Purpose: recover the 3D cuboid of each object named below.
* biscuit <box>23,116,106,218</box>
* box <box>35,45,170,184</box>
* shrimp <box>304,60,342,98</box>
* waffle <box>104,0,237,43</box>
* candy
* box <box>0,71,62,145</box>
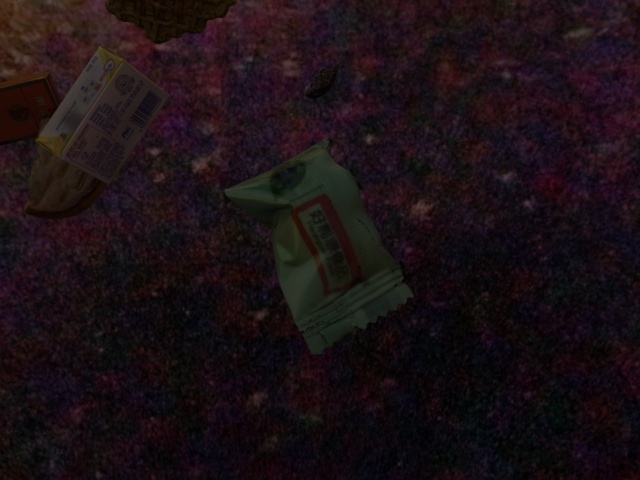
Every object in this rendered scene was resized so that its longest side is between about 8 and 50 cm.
[{"bbox_3d":[-0.664,-0.182,1.575,0.213,0.091,0.274,10,73,-3],"label":"biscuit"},{"bbox_3d":[-0.493,-0.283,1.370,0.097,0.168,0.265,33,90,30],"label":"box"},{"bbox_3d":[0.013,-0.477,1.767,0.065,0.165,0.056,11,49,-29],"label":"shrimp"},{"bbox_3d":[-0.291,-0.474,1.094,0.245,0.254,0.052,-20,53,23],"label":"waffle"},{"bbox_3d":[-0.001,0.002,1.210,0.263,0.172,0.397,-27,81,-12],"label":"candy"},{"bbox_3d":[-0.822,-0.348,1.608,0.240,0.153,0.074,-16,29,-7],"label":"box"}]
